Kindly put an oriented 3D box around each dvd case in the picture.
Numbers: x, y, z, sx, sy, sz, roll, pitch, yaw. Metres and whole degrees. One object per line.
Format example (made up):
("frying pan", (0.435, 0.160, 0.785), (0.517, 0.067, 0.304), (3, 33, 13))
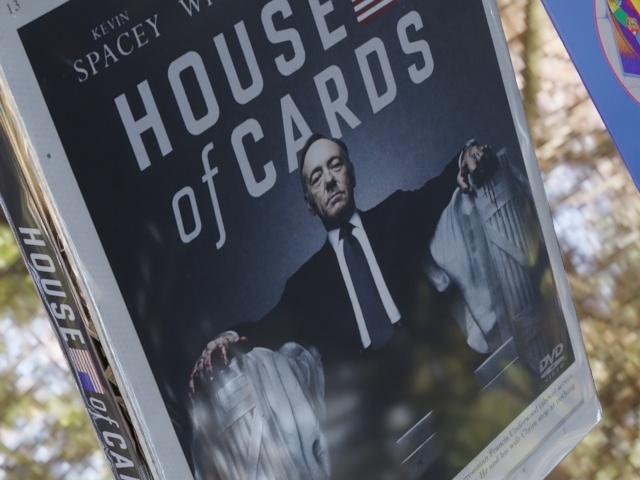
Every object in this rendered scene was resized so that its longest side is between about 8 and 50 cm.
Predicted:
("dvd case", (0.000, 0.000, 0.490), (0.030, 0.238, 0.179), (8, -145, 44))

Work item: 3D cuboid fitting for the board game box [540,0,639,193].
("board game box", (0.305, -0.089, 1.056), (0.233, 0.078, 0.347), (-28, -99, 19))

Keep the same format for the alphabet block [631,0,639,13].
("alphabet block", (0.270, -0.184, 0.825), (0.197, 0.192, 0.193), (-13, -120, -30))
